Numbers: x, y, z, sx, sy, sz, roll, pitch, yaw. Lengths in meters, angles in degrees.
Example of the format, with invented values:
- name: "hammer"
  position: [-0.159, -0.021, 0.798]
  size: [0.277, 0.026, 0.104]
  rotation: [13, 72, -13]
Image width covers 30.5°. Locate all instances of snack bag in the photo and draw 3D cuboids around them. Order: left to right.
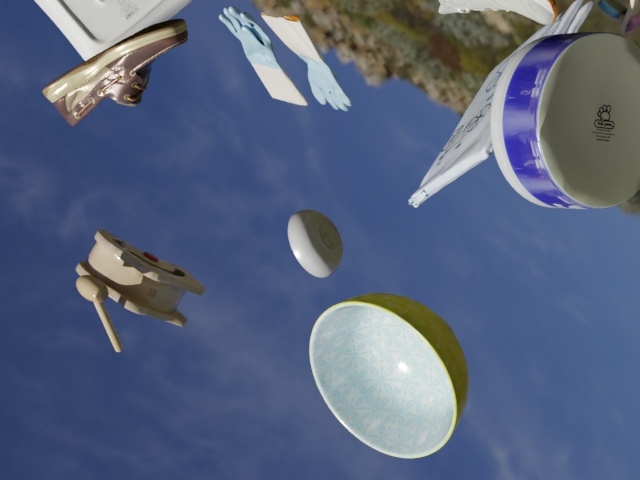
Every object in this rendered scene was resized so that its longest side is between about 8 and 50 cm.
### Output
- name: "snack bag"
  position: [0.294, -0.219, 1.954]
  size: [0.037, 0.323, 0.342]
  rotation: [37, -111, -7]

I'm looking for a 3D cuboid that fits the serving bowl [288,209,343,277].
- name: "serving bowl"
  position: [0.000, 0.000, 1.359]
  size: [0.083, 0.027, 0.083]
  rotation: [32, -134, -39]

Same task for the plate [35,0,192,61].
- name: "plate"
  position: [-0.431, -0.521, 2.363]
  size: [0.278, 0.277, 0.045]
  rotation: [50, -178, -13]

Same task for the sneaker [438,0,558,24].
- name: "sneaker"
  position: [0.257, -0.405, 1.907]
  size: [0.262, 0.121, 0.099]
  rotation: [32, -160, 8]

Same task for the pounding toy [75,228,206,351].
- name: "pounding toy"
  position: [-0.333, 0.087, 1.967]
  size: [0.154, 0.155, 0.269]
  rotation: [34, -175, 34]

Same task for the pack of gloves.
- name: "pack of gloves"
  position: [-0.047, -0.300, 1.880]
  size: [0.046, 0.195, 0.232]
  rotation: [-56, -40, -17]

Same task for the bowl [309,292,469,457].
- name: "bowl"
  position: [0.141, 0.199, 1.949]
  size: [0.156, 0.289, 0.289]
  rotation: [-32, -88, -44]

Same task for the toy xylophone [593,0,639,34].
- name: "toy xylophone"
  position: [0.409, -0.469, 1.965]
  size: [0.322, 0.081, 0.236]
  rotation: [43, -153, 18]

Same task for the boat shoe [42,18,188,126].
- name: "boat shoe"
  position: [-0.384, -0.322, 2.305]
  size: [0.123, 0.342, 0.123]
  rotation: [60, -157, -15]

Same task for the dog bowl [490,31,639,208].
- name: "dog bowl"
  position: [0.388, -0.178, 1.760]
  size: [0.265, 0.104, 0.265]
  rotation: [-3, -84, -32]
